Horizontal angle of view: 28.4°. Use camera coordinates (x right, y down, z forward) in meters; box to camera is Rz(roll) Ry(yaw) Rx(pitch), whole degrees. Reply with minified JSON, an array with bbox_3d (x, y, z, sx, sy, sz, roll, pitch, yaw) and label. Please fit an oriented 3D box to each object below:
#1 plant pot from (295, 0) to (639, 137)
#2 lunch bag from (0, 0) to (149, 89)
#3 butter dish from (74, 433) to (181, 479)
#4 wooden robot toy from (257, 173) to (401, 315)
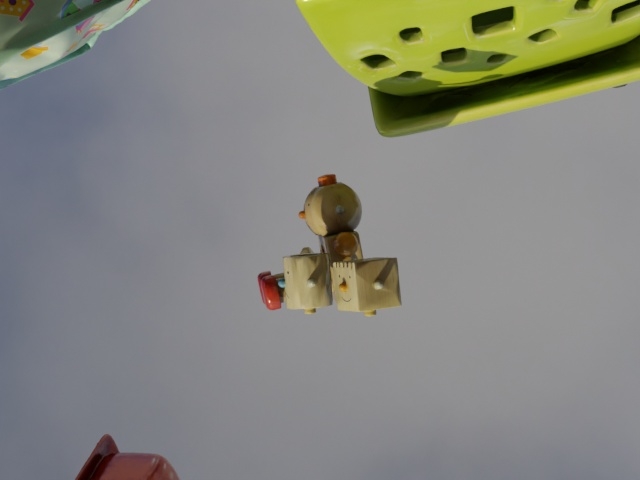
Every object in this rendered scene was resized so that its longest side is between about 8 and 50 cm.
[{"bbox_3d":[0.103,-0.203,0.802,0.227,0.207,0.228,-13,-121,10],"label":"plant pot"},{"bbox_3d":[-0.300,-0.245,1.096,0.223,0.160,0.262,56,-141,-7],"label":"lunch bag"},{"bbox_3d":[-0.166,0.279,1.239,0.118,0.160,0.160,-15,-163,13],"label":"butter dish"},{"bbox_3d":[0.000,0.000,0.761,0.076,0.173,0.079,-5,-86,-8],"label":"wooden robot toy"}]
